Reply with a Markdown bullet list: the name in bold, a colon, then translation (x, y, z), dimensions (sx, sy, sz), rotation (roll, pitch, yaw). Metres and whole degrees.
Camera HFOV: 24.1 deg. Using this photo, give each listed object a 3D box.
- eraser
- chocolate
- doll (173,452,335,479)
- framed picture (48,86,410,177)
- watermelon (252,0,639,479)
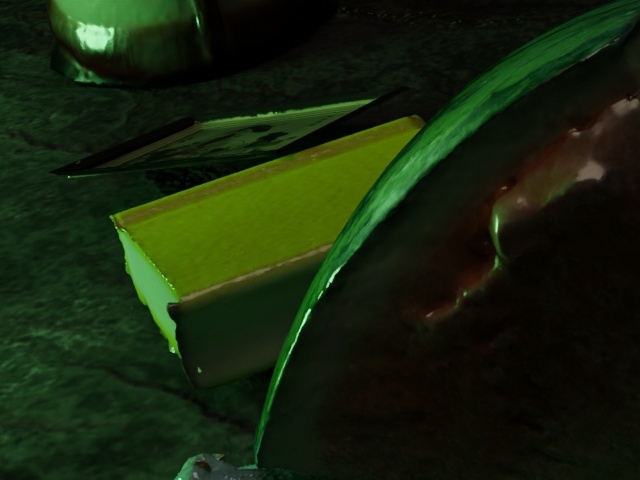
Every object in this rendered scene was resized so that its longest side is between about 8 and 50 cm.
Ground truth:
- **eraser**: translation (0.000, 0.000, 0.893), dimensions (0.226, 0.069, 0.158), rotation (-19, 24, -15)
- **chocolate**: translation (-0.129, -0.272, 1.347), dimensions (0.283, 0.186, 0.283), rotation (-10, 26, 5)
- **doll**: translation (-0.059, 0.126, 0.666), dimensions (0.179, 0.075, 0.120), rotation (2, 27, 26)
- **framed picture**: translation (-0.060, -0.075, 1.060), dimensions (0.199, 0.010, 0.195), rotation (-4, 15, 30)
- **watermelon**: translation (0.159, -0.024, 0.668), dimensions (0.319, 0.222, 0.292), rotation (9, 33, 14)
